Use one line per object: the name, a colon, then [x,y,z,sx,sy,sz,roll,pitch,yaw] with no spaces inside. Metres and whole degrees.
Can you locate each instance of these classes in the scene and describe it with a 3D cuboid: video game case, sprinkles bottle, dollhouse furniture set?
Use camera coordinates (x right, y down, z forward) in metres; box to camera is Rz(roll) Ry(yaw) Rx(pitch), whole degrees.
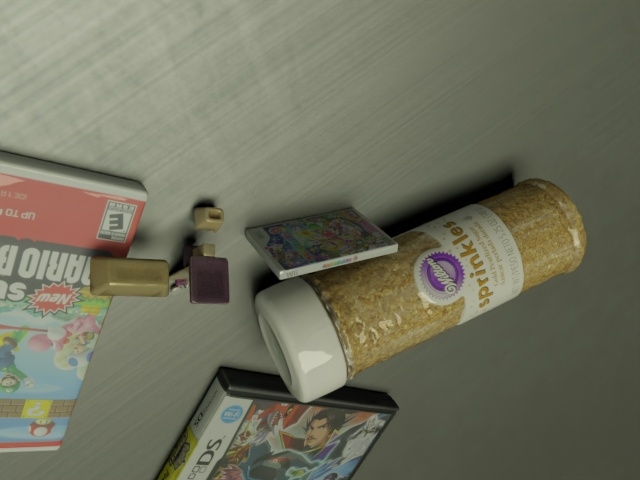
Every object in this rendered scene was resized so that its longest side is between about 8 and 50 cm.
video game case: [-0.283,0.062,0.499,0.204,0.025,0.285,11,113,-35]
sprinkles bottle: [0.111,0.044,0.658,0.355,0.121,0.121,-23,128,-17]
dollhouse furniture set: [-0.151,0.017,0.541,0.114,0.081,0.091,5,73,-34]
video game case: [-0.062,0.283,0.766,0.275,0.035,0.248,19,108,-38]
video game case: [0.000,0.000,0.584,0.122,0.087,0.011,-13,122,-24]
